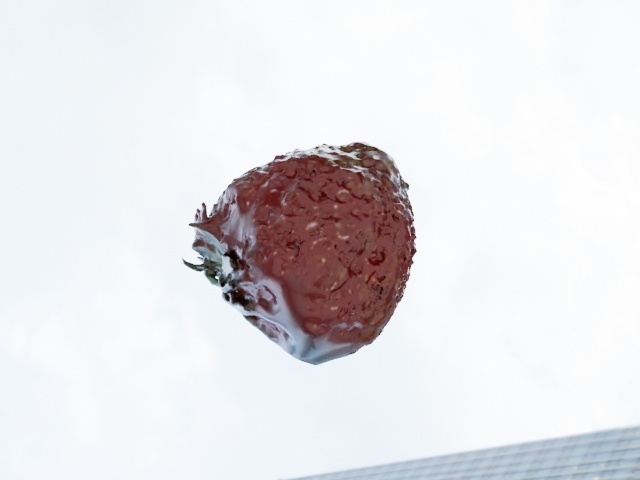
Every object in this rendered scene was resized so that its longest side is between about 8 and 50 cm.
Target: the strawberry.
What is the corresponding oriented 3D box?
[{"bbox_3d":[0.001,0.000,0.400,0.106,0.106,0.106,11,-112,-28],"label":"strawberry"}]
